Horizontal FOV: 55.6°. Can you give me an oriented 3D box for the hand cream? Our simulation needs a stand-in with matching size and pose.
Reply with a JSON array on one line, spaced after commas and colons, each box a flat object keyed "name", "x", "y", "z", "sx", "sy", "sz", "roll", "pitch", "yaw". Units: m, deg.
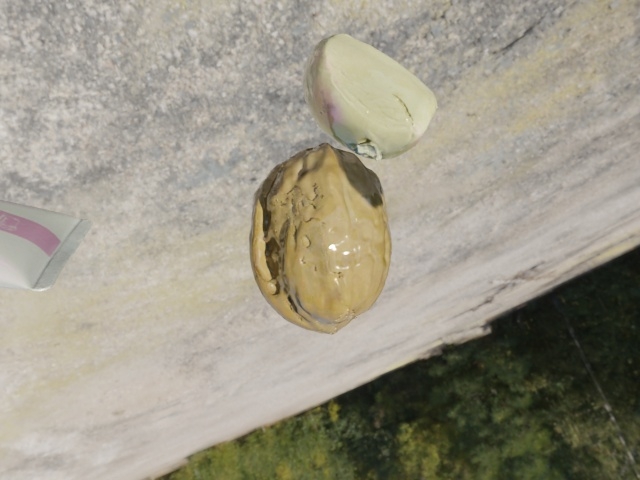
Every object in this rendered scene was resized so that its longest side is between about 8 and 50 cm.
[{"name": "hand cream", "x": -0.474, "y": -0.014, "z": 0.713, "sx": 0.358, "sy": 0.185, "sz": 0.118, "roll": 8, "pitch": 113, "yaw": -8}]

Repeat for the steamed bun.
[{"name": "steamed bun", "x": 0.070, "y": -0.228, "z": 1.040, "sx": 0.153, "sy": 0.238, "sz": 0.170, "roll": -63, "pitch": -171, "yaw": -13}]

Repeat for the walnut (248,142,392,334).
[{"name": "walnut", "x": 0.000, "y": 0.000, "z": 0.789, "sx": 0.198, "sy": 0.245, "sz": 0.198, "roll": -6, "pitch": 177, "yaw": 0}]
